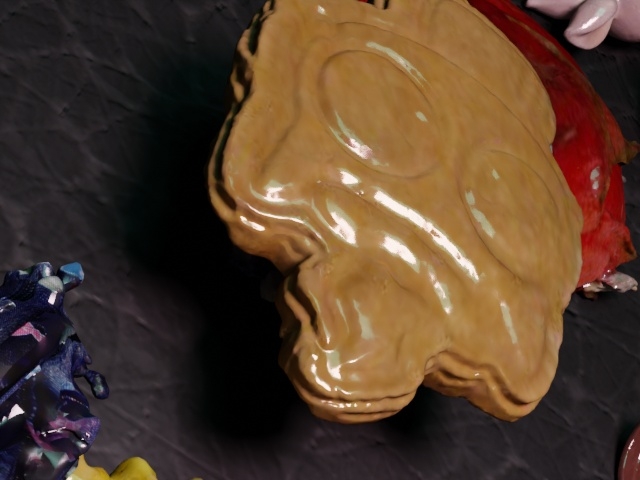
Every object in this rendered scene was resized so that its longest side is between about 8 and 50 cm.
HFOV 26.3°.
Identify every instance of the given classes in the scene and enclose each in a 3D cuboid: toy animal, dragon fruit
[{"bbox_3d":[0.295,-0.234,1.278,0.212,0.124,0.124,-12,68,-49],"label":"toy animal"},{"bbox_3d":[0.157,-0.112,1.086,0.282,0.100,0.344,-10,67,-49],"label":"dragon fruit"}]

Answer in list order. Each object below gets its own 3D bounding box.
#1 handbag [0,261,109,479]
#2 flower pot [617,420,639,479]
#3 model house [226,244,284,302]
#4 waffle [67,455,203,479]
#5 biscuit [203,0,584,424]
[{"bbox_3d":[-0.198,0.103,0.565,0.260,0.162,0.113,-51,135,-50],"label":"handbag"},{"bbox_3d":[0.278,0.175,0.965,0.089,0.111,0.111,38,41,-28],"label":"flower pot"},{"bbox_3d":[0.000,0.000,0.864,0.100,0.088,0.100,21,46,-28],"label":"model house"},{"bbox_3d":[-0.075,0.205,0.666,0.219,0.057,0.229,4,56,-39],"label":"waffle"},{"bbox_3d":[0.057,-0.039,0.844,0.269,0.051,0.376,36,44,-14],"label":"biscuit"}]
